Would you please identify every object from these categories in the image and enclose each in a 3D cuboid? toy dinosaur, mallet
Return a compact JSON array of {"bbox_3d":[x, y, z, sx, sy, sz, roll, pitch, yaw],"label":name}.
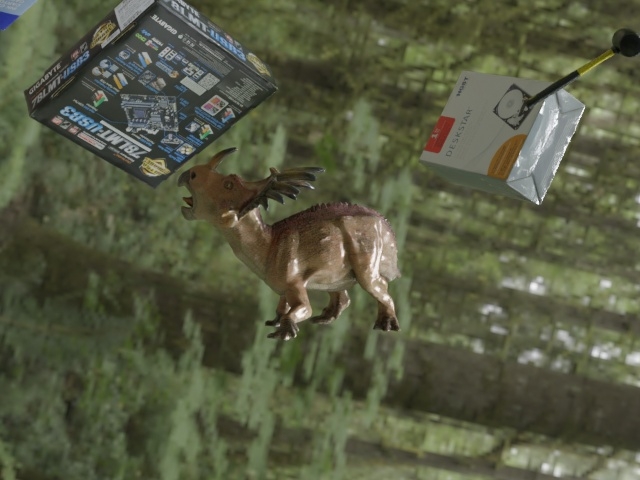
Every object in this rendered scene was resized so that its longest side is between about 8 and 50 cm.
[{"bbox_3d":[0.000,0.000,1.458,0.127,0.295,0.200,7,-84,56],"label":"toy dinosaur"},{"bbox_3d":[0.381,-0.249,1.911,0.189,0.039,0.062,-30,-167,19],"label":"mallet"}]

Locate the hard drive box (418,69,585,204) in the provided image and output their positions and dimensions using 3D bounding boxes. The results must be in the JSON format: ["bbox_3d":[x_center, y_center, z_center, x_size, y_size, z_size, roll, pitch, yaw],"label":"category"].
[{"bbox_3d":[0.295,-0.173,2.164,0.232,0.089,0.181,18,-99,56],"label":"hard drive box"}]

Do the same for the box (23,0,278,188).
[{"bbox_3d":[-0.271,-0.244,2.133,0.293,0.295,0.073,-36,-132,21],"label":"box"}]

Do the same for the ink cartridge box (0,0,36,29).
[{"bbox_3d":[-0.421,-0.470,1.776,0.395,0.151,0.270,-27,-122,44],"label":"ink cartridge box"}]
